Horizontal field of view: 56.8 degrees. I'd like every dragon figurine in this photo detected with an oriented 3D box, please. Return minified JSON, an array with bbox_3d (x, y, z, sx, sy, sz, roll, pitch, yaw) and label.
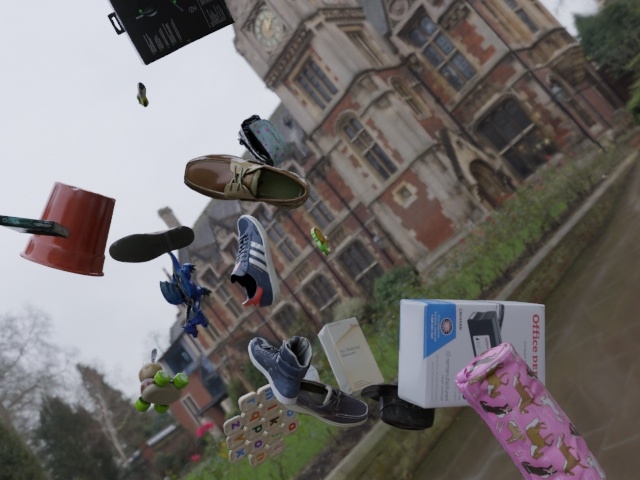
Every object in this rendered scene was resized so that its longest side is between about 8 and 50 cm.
[{"bbox_3d":[-0.389,0.128,1.656,0.085,0.289,0.144,-29,4,10],"label":"dragon figurine"}]

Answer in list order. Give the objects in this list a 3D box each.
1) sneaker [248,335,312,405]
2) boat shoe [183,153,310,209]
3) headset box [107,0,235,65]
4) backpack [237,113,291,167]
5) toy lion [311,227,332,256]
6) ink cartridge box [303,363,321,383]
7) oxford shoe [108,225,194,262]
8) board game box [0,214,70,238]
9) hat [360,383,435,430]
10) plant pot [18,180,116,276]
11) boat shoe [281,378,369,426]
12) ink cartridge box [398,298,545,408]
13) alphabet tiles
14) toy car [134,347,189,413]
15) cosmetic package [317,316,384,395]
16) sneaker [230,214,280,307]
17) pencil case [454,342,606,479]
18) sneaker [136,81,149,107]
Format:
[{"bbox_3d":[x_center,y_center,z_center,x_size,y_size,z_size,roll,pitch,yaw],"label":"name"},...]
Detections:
[{"bbox_3d":[-0.103,0.288,1.536,0.086,0.226,0.163,-3,-56,-37],"label":"sneaker"},{"bbox_3d":[-0.180,-0.155,1.501,0.324,0.122,0.120,7,0,-11],"label":"boat shoe"},{"bbox_3d":[-0.410,-0.617,1.533,0.283,0.246,0.131,-31,24,-9],"label":"headset box"},{"bbox_3d":[-0.191,-0.333,2.019,0.115,0.182,0.152,-41,0,-14],"label":"backpack"},{"bbox_3d":[0.000,0.000,2.231,0.034,0.100,0.096,-33,-47,20],"label":"toy lion"},{"bbox_3d":[-0.054,0.471,2.251,0.045,0.179,0.145,-13,-2,-17],"label":"ink cartridge box"},{"bbox_3d":[-0.432,0.011,1.521,0.212,0.076,0.076,-12,6,-16],"label":"oxford shoe"},{"bbox_3d":[-0.710,-0.033,1.481,0.126,0.026,0.186,7,-7,-13],"label":"board game box"},{"bbox_3d":[0.301,0.571,2.006,0.331,0.134,0.331,0,-27,0],"label":"hat"},{"bbox_3d":[-0.819,-0.044,1.970,0.272,0.272,0.265,20,-93,-80],"label":"plant pot"},{"bbox_3d":[0.017,0.485,1.794,0.102,0.285,0.092,-76,5,-46],"label":"boat shoe"},{"bbox_3d":[0.436,0.316,1.700,0.395,0.285,0.166,2,-3,-19],"label":"ink cartridge box"},{"bbox_3d":[-0.199,0.635,2.031,0.278,0.284,0.021,-19,23,-31],"label":"alphabet tiles"},{"bbox_3d":[-0.569,0.473,2.052,0.149,0.188,0.155,23,-69,-45],"label":"toy car"},{"bbox_3d":[0.128,0.498,2.517,0.160,0.309,0.113,-11,-27,-28],"label":"cosmetic package"},{"bbox_3d":[-0.259,0.072,2.100,0.148,0.350,0.131,-8,-21,-34],"label":"sneaker"},{"bbox_3d":[0.470,0.421,1.346,0.160,0.386,0.167,-37,-6,28],"label":"pencil case"},{"bbox_3d":[-0.577,-0.467,1.897,0.031,0.035,0.083,-43,-38,-44],"label":"sneaker"}]
